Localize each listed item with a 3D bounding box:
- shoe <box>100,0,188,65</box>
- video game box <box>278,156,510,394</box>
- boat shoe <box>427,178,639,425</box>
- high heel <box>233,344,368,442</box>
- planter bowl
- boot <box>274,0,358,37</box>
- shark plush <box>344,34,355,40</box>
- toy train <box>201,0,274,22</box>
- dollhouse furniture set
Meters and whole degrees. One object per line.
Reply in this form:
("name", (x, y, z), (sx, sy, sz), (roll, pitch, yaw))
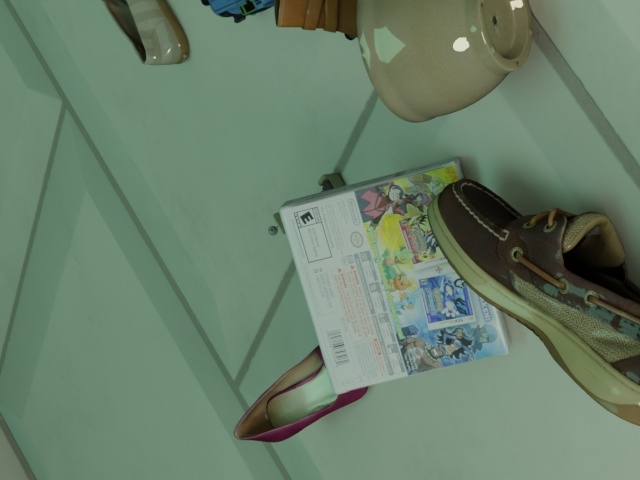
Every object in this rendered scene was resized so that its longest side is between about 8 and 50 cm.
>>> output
("shoe", (-0.238, -0.305, 2.438), (0.219, 0.058, 0.076), (58, 152, 20))
("video game box", (0.076, 0.035, 1.985), (0.048, 0.187, 0.205), (-52, -53, -72))
("boat shoe", (0.228, 0.027, 1.783), (0.342, 0.123, 0.123), (49, 118, 44))
("high heel", (-0.023, 0.177, 2.333), (0.082, 0.117, 0.244), (64, 154, 9))
("planter bowl", (0.122, -0.192, 1.767), (0.109, 0.162, 0.162), (-6, 106, 34))
("boot", (0.033, -0.212, 1.871), (0.073, 0.152, 0.197), (-160, 61, -76))
("shark plush", (0.071, -0.263, 1.930), (0.067, 0.073, 0.161), (10, 106, 32))
("toy train", (-0.090, -0.295, 2.150), (0.184, 0.080, 0.105), (-11, 106, 63))
("dollhouse furniture set", (0.000, 0.000, 2.196), (0.114, 0.081, 0.091), (61, 153, 15))
